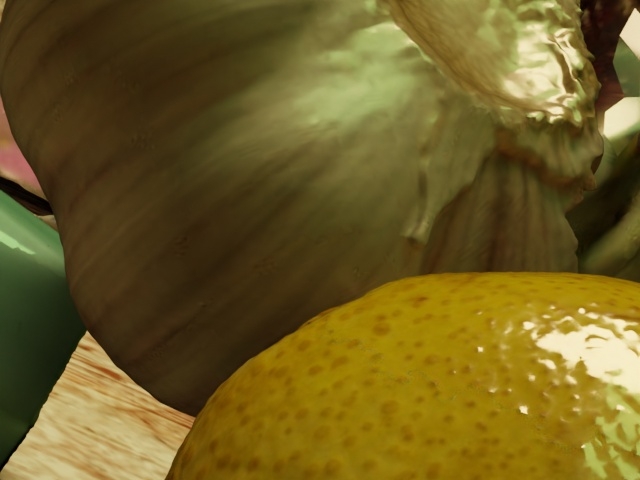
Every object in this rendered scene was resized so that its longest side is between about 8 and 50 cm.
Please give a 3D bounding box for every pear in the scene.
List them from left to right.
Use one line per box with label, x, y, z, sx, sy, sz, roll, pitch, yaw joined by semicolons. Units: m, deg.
pear;0.050;0.102;0.430;0.209;0.209;0.209;26;7;-3

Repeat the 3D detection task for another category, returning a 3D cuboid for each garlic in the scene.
garlic;-0.008;-0.054;0.591;0.207;0.207;0.257;23;17;-26

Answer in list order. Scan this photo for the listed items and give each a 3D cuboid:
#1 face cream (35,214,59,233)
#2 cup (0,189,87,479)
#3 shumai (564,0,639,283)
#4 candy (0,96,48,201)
face cream;-0.035;0.047;1.055;0.235;0.137;0.420;22;-4;-23
cup;-0.201;-0.002;0.609;0.235;0.134;0.148;32;38;-7
shumai;0.175;-0.021;1.097;0.395;0.395;0.348;29;2;19
candy;-0.172;-0.076;1.351;0.155;0.116;0.265;25;5;9
